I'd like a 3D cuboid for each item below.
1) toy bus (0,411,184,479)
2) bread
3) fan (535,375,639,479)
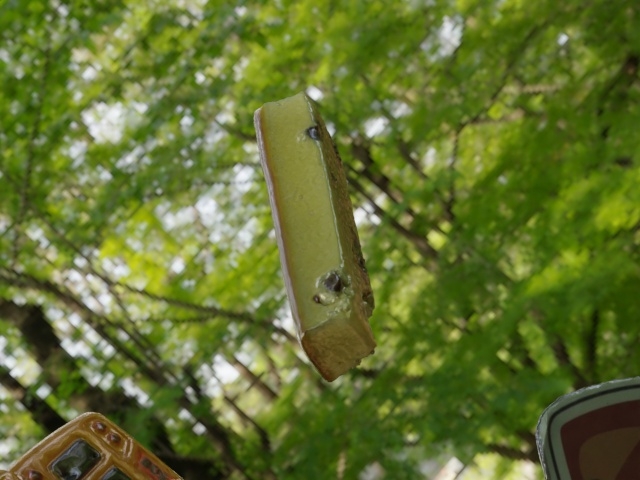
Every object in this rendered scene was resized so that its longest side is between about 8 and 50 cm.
[{"bbox_3d":[-0.117,0.156,0.462,0.194,0.083,0.088,-52,-3,30],"label":"toy bus"},{"bbox_3d":[0.000,0.000,0.836,0.049,0.226,0.088,-20,-45,7],"label":"bread"},{"bbox_3d":[0.170,0.111,0.458,0.220,0.132,0.009,0,-12,-24],"label":"fan"}]
